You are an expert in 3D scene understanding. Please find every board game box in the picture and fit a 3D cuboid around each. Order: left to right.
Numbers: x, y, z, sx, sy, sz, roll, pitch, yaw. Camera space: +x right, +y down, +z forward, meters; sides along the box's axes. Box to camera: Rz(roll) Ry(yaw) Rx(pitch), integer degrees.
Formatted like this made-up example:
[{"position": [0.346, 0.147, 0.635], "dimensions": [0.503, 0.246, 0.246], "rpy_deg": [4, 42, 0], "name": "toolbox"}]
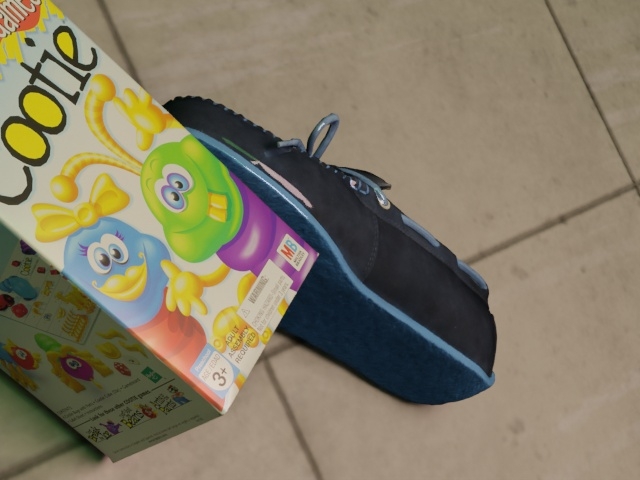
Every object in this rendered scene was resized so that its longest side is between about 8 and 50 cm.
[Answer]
[{"position": [-0.163, -0.014, 0.800], "dimensions": [0.275, 0.144, 0.142], "rpy_deg": [43, 50, -16], "name": "board game box"}]

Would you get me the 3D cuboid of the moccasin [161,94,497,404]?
[{"position": [0.000, 0.000, 0.955], "dimensions": [0.342, 0.137, 0.117], "rpy_deg": [42, 46, -33], "name": "moccasin"}]
